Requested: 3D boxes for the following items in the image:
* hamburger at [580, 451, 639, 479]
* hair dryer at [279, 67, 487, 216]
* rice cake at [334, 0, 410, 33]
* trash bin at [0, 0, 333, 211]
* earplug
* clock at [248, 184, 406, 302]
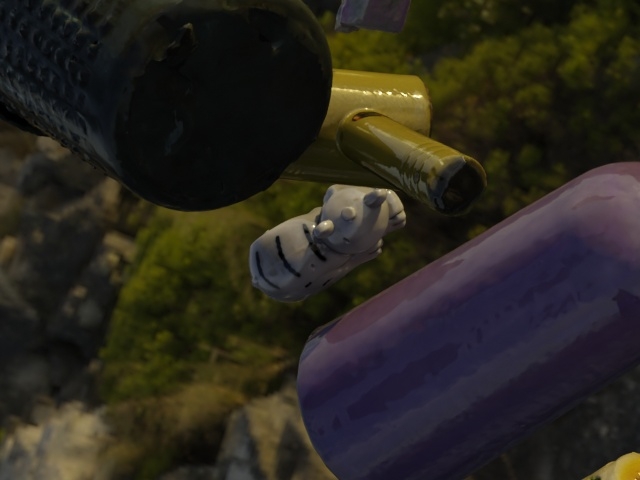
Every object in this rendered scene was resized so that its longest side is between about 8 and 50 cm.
[{"bbox_3d":[0.254,0.274,1.209,0.116,0.173,0.210,-27,81,42],"label":"hamburger"},{"bbox_3d":[0.034,-0.066,1.088,0.279,0.135,0.090,-142,59,-69],"label":"hair dryer"},{"bbox_3d":[0.076,-0.335,1.361,0.056,0.073,0.364,-99,21,-57],"label":"rice cake"},{"bbox_3d":[-0.083,-0.098,0.781,0.175,0.175,0.161,-61,41,15],"label":"trash bin"},{"bbox_3d":[0.190,0.078,1.486,0.456,0.215,0.215,-38,40,40],"label":"earplug"},{"bbox_3d":[0.000,-0.001,1.603,0.176,0.117,0.080,-32,80,8],"label":"clock"}]
